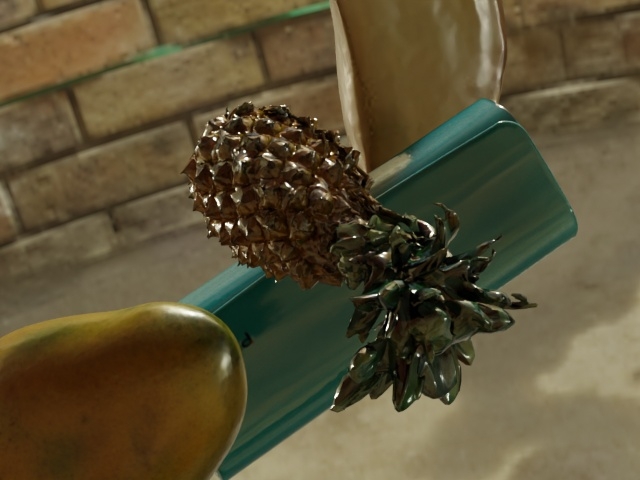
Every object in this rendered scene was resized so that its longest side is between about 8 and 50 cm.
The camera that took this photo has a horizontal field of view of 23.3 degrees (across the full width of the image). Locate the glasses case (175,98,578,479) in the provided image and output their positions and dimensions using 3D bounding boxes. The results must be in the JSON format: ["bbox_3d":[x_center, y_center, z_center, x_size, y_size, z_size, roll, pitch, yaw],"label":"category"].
[{"bbox_3d":[0.027,0.032,1.048,0.301,0.117,0.070,-34,17,-10],"label":"glasses case"}]

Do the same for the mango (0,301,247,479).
[{"bbox_3d":[-0.104,0.088,0.723,0.163,0.111,0.089,-9,22,25],"label":"mango"}]

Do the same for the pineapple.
[{"bbox_3d":[0.000,0.000,0.769,0.103,0.083,0.221,-23,42,-29],"label":"pineapple"}]

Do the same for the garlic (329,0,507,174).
[{"bbox_3d":[0.053,-0.208,1.195,0.151,0.338,0.196,0,32,23],"label":"garlic"}]
